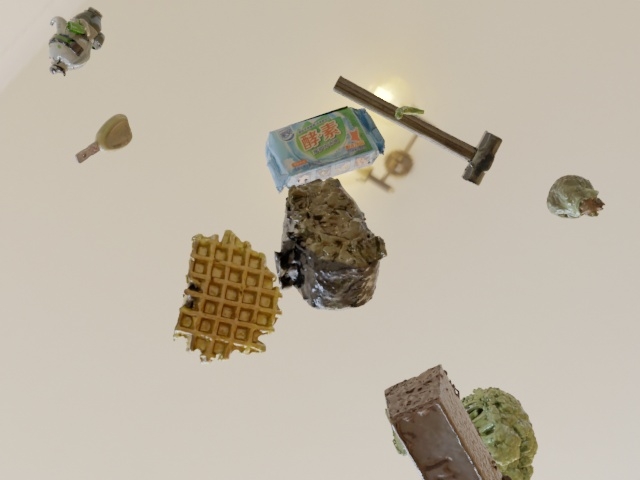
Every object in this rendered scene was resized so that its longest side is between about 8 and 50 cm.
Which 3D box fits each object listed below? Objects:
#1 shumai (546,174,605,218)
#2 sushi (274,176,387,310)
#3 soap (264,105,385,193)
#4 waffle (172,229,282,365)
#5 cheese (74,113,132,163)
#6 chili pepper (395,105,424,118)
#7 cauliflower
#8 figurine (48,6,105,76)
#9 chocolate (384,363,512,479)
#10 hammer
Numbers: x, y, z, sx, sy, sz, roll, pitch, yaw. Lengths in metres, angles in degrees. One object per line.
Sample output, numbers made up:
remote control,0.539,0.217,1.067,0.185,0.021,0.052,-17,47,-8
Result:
shumai,0.424,-0.072,1.422,0.083,0.082,0.080,-20,-2,-2
sushi,0.000,0.000,1.213,0.212,0.147,0.115,-110,15,-52
soap,0.007,-0.229,2.103,0.293,0.156,0.077,-20,-26,-15
waffle,-0.221,0.129,1.929,0.283,0.309,0.065,-33,-4,-18
cheese,-0.585,-0.263,2.303,0.192,0.037,0.097,-45,-41,-38
chili pepper,0.152,-0.224,1.509,0.083,0.030,0.017,-25,-31,-53
cauliflower,0.299,0.433,1.727,0.281,0.260,0.327,-17,-26,1
figurine,-0.602,-0.483,2.090,0.126,0.147,0.192,39,-114,-40
chocolate,0.207,0.347,1.239,0.112,0.321,0.112,-27,12,11
hammer,0.194,-0.242,1.768,0.111,0.365,0.043,-62,5,9
